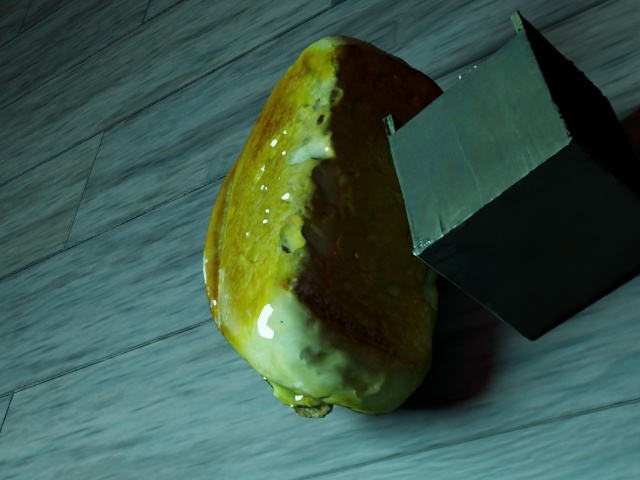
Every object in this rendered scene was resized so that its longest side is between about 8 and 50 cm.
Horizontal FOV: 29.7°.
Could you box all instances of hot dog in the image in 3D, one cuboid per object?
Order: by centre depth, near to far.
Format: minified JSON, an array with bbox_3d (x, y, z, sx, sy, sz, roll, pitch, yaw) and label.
[{"bbox_3d":[0.002,0.000,1.219,0.223,0.185,0.405,-38,33,47],"label":"hot dog"}]

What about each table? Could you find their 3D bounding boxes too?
[{"bbox_3d":[0.185,-0.057,1.085,0.169,0.172,0.193,-38,37,23],"label":"table"}]
